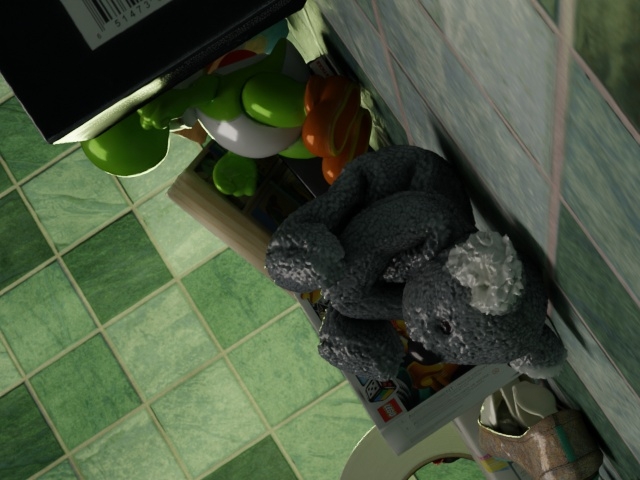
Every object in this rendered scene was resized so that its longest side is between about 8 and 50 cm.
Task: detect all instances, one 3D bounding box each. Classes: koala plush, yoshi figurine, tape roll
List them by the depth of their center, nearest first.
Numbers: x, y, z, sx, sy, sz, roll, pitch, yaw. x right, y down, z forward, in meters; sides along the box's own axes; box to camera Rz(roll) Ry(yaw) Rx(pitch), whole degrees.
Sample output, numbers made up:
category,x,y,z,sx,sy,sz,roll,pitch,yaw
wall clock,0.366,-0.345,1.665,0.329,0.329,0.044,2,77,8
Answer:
category,x,y,z,sx,sy,sz,roll,pitch,yaw
koala plush,0.108,0.032,1.190,0.221,0.203,0.196,28,159,40
yoshi figurine,-0.136,-0.131,1.642,0.203,0.362,0.203,-46,-36,-60
tape roll,0.213,0.440,2.158,0.392,0.392,0.072,57,179,12

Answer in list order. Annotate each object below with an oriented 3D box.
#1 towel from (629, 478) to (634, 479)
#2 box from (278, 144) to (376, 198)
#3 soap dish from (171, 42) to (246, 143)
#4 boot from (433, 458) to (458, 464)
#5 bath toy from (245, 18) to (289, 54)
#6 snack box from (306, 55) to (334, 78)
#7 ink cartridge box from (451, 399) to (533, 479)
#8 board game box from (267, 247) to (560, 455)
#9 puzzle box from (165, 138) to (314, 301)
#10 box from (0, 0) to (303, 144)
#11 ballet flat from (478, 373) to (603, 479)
category,x,y,z,sx,sy,sz,roll,pitch,yaw
towel,0.378,0.337,1.349,0.102,0.021,0.237,50,-177,-39
box,0.018,-0.098,1.803,0.261,0.103,0.184,50,-177,18
soap dish,-0.192,-0.307,1.816,0.229,0.118,0.291,56,141,37
boot,0.276,0.351,2.470,0.088,0.176,0.244,55,180,25
bath toy,-0.178,-0.409,1.993,0.348,0.129,0.151,54,134,27
snack box,0.005,-0.213,1.840,0.064,0.022,0.178,54,180,-7
ink cartridge box,0.266,0.274,1.928,0.353,0.119,0.207,58,179,-14
board game box,0.087,0.056,1.407,0.053,0.193,0.305,57,179,-43
puzzle box,0.000,0.000,1.876,0.409,0.052,0.272,39,-155,-5
box,-0.178,-0.258,1.349,0.212,0.293,0.395,57,179,-6
ballet flat,0.250,0.211,1.630,0.106,0.107,0.316,66,170,-6
